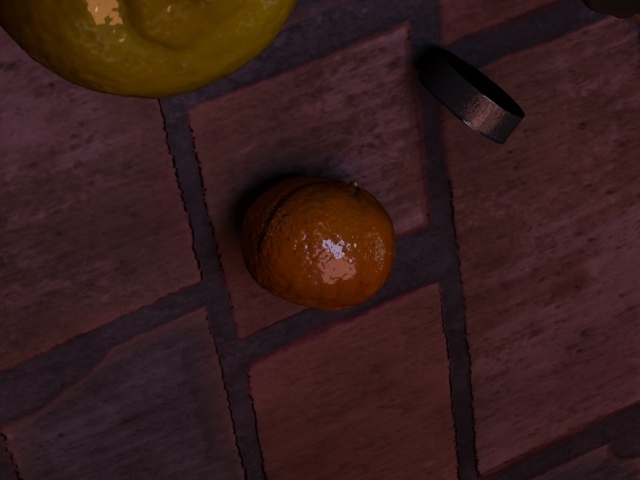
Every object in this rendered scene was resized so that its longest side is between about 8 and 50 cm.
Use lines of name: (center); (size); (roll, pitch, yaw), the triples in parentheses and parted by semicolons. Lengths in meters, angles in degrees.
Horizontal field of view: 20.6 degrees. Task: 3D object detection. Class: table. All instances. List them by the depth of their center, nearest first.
table: (0.183, -0.174, 2.128); (0.133, 0.133, 0.043); (23, 112, -43)

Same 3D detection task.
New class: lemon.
lemon: (-0.171, -0.299, 1.638); (0.348, 0.348, 0.348); (-17, 135, -18)

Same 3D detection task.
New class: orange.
orange: (0.000, 0.000, 2.141); (0.193, 0.193, 0.161); (9, 97, -37)

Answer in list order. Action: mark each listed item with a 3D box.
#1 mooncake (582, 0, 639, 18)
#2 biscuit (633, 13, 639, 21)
mooncake: (0.361, -0.385, 2.062); (0.228, 0.124, 0.228); (-13, 131, -15)
biscuit: (0.481, -0.280, 2.175); (0.035, 0.250, 0.162); (-28, 135, -72)
